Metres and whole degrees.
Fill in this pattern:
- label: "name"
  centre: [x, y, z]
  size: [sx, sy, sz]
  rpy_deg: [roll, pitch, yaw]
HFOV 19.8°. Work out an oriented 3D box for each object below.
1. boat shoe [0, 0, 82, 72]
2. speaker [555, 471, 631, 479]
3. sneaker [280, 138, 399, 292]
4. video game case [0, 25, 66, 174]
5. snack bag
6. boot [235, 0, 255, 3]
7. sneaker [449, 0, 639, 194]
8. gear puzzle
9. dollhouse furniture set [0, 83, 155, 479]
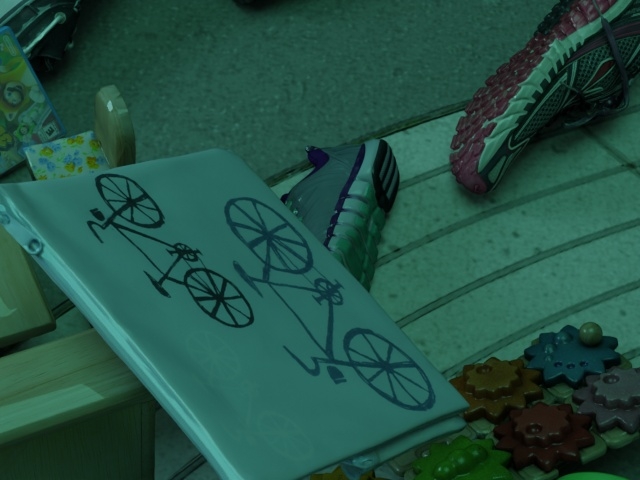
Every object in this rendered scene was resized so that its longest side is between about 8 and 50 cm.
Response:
- label: "boat shoe"
  centre: [-0.288, -0.213, 1.792]
  size: [0.301, 0.102, 0.108]
  rpy_deg: [-45, 25, -26]
- label: "speaker"
  centre: [0.191, 0.331, 1.419]
  size: [0.131, 0.131, 0.296]
  rpy_deg: [17, 56, 9]
- label: "sneaker"
  centre: [0.000, 0.000, 1.686]
  size: [0.098, 0.083, 0.224]
  rpy_deg: [2, 48, 24]
- label: "video game case"
  centre: [-0.334, -0.110, 1.715]
  size: [0.166, 0.119, 0.015]
  rpy_deg: [-34, 21, -21]
- label: "snack bag"
  centre: [-0.064, 0.060, 1.417]
  size: [0.323, 0.037, 0.342]
  rpy_deg: [48, 27, 16]
- label: "boot"
  centre: [-0.056, -0.406, 1.944]
  size: [0.222, 0.118, 0.338]
  rpy_deg: [-23, 70, -21]
- label: "sneaker"
  centre: [0.241, -0.151, 1.772]
  size: [0.112, 0.121, 0.299]
  rpy_deg: [47, 69, -9]
- label: "gear puzzle"
  centre: [0.124, 0.157, 1.545]
  size: [0.339, 0.044, 0.175]
  rpy_deg: [-22, 33, -17]
- label: "dollhouse furniture set"
  centre: [-0.280, 0.052, 1.504]
  size: [0.362, 0.256, 0.394]
  rpy_deg: [-17, 59, -17]
